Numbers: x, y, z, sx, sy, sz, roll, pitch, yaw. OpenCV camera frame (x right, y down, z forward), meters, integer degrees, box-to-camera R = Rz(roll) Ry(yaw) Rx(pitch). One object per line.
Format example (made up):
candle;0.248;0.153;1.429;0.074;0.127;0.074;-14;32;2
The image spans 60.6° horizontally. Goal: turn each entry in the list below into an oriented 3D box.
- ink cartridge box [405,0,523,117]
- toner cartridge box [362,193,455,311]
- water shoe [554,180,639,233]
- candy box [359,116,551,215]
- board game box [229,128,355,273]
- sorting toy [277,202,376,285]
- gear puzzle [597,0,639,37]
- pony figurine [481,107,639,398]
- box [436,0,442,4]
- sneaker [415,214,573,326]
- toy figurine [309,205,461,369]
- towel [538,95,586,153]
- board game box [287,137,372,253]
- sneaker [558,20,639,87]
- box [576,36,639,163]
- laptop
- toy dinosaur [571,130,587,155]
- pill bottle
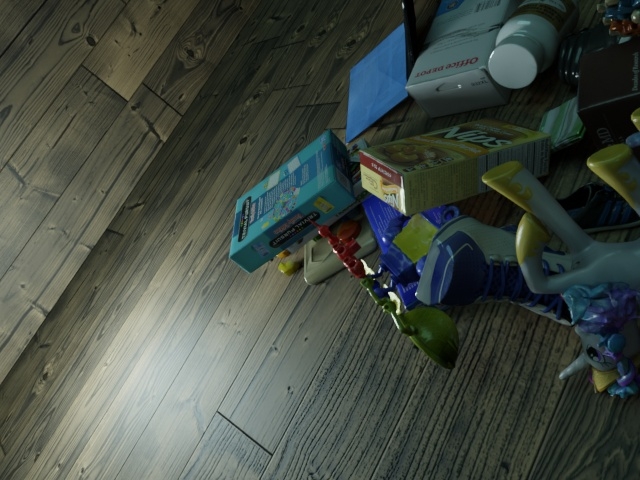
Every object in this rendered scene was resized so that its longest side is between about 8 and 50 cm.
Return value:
ink cartridge box;0.370;-0.469;1.333;0.223;0.129;0.307;1;60;48
toner cartridge box;0.209;-0.010;1.145;0.165;0.075;0.348;-38;37;19
water shoe;0.472;-0.061;0.899;0.203;0.080;0.073;-23;44;33
candy box;0.256;-0.152;1.061;0.316;0.087;0.183;-17;28;-16
board game box;-0.076;-0.101;1.385;0.336;0.079;0.253;-34;32;22
sorting toy;0.000;0.000;1.394;0.307;0.041;0.229;-32;39;24
gear puzzle;0.566;-0.349;0.895;0.175;0.339;0.044;-1;95;34
pony figurine;0.422;0.025;0.678;0.351;0.363;0.303;-23;20;26
box;0.340;-0.885;1.667;0.168;0.215;0.345;-38;37;18
sneaker;0.307;0.048;0.831;0.182;0.315;0.127;28;112;43
toy figurine;0.168;0.019;0.952;0.217;0.191;0.362;-43;38;2
towel;0.456;-0.221;1.035;0.152;0.023;0.113;143;149;-78
board game box;0.019;-0.118;1.419;0.305;0.053;0.193;-36;31;18
sneaker;0.576;-0.426;1.090;0.147;0.104;0.295;22;80;48
box;0.608;-0.229;0.807;0.381;0.191;0.143;-8;53;44
laptop;0.150;-0.558;1.532;0.236;0.408;0.382;-6;50;13
toy dinosaur;0.507;-0.214;1.053;0.082;0.047;0.090;-24;76;20
pill bottle;0.450;-0.429;1.165;0.131;0.131;0.229;0;43;48
